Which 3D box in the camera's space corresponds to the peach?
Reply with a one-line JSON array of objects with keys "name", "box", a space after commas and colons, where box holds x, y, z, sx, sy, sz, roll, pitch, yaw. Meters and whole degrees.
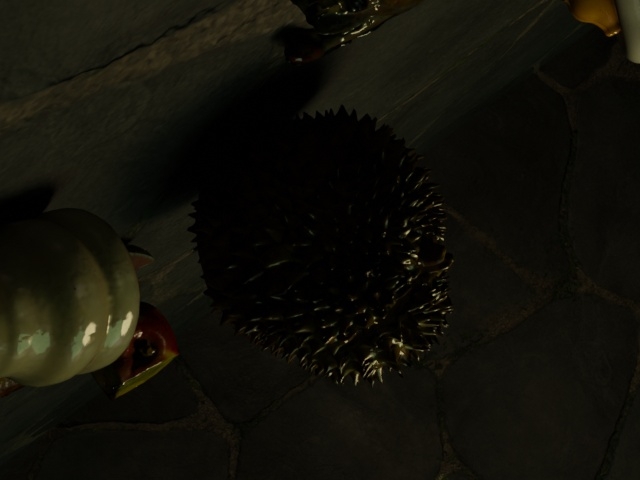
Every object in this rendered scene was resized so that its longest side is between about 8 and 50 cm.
[{"name": "peach", "box": [-0.362, 0.200, 1.449, 0.154, 0.159, 0.267, -23, 169, -25]}]

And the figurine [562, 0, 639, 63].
[{"name": "figurine", "box": [0.327, -0.330, 0.993, 0.141, 0.250, 0.166, -18, -175, 16]}]

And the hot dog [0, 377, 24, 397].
[{"name": "hot dog", "box": [-0.414, 0.163, 1.147, 0.270, 0.082, 0.162, -35, 174, -17]}]

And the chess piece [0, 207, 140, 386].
[{"name": "chess piece", "box": [-0.309, 0.072, 0.617, 0.167, 0.167, 0.299, -39, 169, 31]}]

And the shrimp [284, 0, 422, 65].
[{"name": "shrimp", "box": [0.027, -0.220, 0.745, 0.173, 0.058, 0.253, -29, -176, 41]}]

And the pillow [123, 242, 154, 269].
[{"name": "pillow", "box": [-0.305, 0.045, 0.982, 0.126, 0.043, 0.232, -36, 175, 5]}]

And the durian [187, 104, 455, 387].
[{"name": "durian", "box": [0.001, 0.005, 0.962, 0.384, 0.347, 0.347, 2, -153, 46]}]
